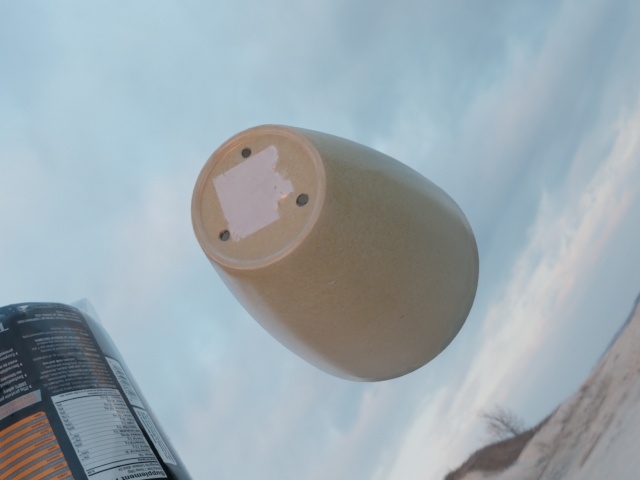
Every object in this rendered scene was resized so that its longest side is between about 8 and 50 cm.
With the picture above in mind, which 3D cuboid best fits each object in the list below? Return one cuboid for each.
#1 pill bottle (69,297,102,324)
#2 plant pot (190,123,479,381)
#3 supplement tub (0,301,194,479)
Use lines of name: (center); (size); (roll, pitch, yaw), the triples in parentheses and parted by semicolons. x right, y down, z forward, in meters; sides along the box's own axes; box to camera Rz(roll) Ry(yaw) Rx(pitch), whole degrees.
pill bottle: (-0.659, 0.251, 1.549); (0.283, 0.161, 0.161); (-23, -35, -11)
plant pot: (0.000, 0.000, 0.657); (0.256, 0.257, 0.274); (-59, -30, -1)
supplement tub: (-0.234, 0.229, 0.603); (0.207, 0.338, 0.207); (-24, -42, -24)
